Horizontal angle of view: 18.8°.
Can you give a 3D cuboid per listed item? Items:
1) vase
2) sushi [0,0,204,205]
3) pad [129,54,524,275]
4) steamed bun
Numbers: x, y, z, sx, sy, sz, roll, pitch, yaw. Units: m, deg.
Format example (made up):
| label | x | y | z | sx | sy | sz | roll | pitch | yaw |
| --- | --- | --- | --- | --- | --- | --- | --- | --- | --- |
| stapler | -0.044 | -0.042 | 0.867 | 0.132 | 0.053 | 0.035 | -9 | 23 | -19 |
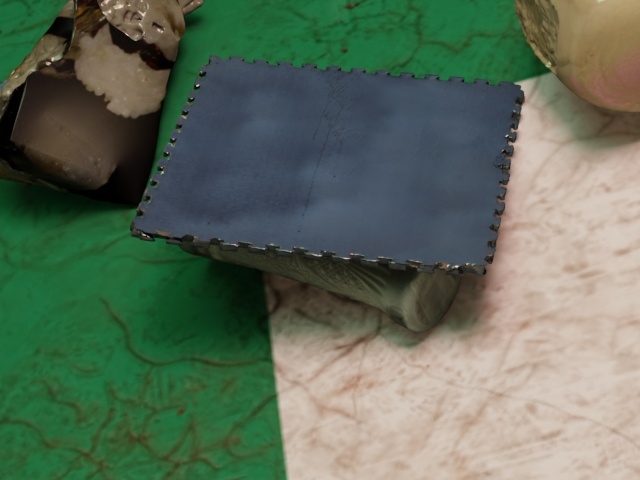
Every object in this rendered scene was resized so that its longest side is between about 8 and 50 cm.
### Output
| label | x | y | z | sx | sy | sz | roll | pitch | yaw |
| --- | --- | --- | --- | --- | --- | --- | --- | --- | --- |
| vase | 0.000 | 0.000 | 1.465 | 0.219 | 0.096 | 0.096 | 21 | 63 | 31 |
| sushi | -0.203 | -0.154 | 1.665 | 0.109 | 0.134 | 0.273 | -17 | 49 | 46 |
| pad | 0.013 | -0.064 | 1.470 | 0.269 | 0.012 | 0.269 | 7 | 35 | 9 |
| steamed bun | 0.269 | -0.183 | 1.473 | 0.239 | 0.152 | 0.170 | -19 | 39 | -14 |
